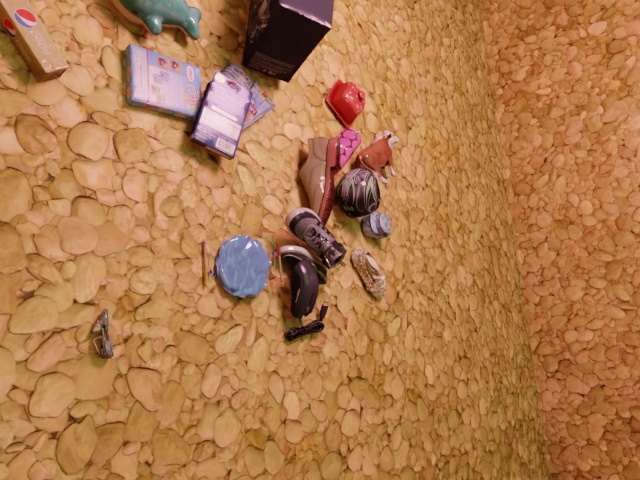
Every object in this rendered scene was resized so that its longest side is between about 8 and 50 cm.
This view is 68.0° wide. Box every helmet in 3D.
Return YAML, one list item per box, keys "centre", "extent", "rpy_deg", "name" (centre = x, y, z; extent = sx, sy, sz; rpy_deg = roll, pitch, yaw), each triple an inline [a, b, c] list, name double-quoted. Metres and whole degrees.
- centre: [0.139, -0.183, 1.766]
  extent: [0.169, 0.169, 0.162]
  rpy_deg: [-42, 127, -44]
  name: "helmet"

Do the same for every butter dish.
- centre: [0.125, -0.558, 1.880]
  extent: [0.160, 0.118, 0.160]
  rpy_deg: [47, 51, -28]
  name: "butter dish"

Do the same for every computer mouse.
- centre: [-0.022, 0.191, 1.516]
  extent: [0.184, 0.060, 0.262]
  rpy_deg: [-1, 101, -48]
  name: "computer mouse"

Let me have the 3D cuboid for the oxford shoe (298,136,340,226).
- centre: [-0.015, -0.192, 1.662]
  extent: [0.123, 0.130, 0.349]
  rpy_deg: [38, 61, -78]
  name: "oxford shoe"

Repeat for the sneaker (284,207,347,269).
- centre: [0.000, 0.000, 1.522]
  extent: [0.101, 0.153, 0.268]
  rpy_deg: [-45, 141, 3]
  name: "sneaker"

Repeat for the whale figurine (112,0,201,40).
- centre: [-0.433, -0.667, 1.302]
  extent: [0.272, 0.141, 0.216]
  rpy_deg: [18, 66, -43]
  name: "whale figurine"

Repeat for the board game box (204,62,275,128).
- centre: [-0.257, -0.430, 1.486]
  extent: [0.194, 0.060, 0.194]
  rpy_deg: [46, 49, -28]
  name: "board game box"

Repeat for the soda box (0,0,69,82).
- centre: [-0.656, -0.459, 1.073]
  extent: [0.061, 0.058, 0.181]
  rpy_deg: [-42, 110, -44]
  name: "soda box"

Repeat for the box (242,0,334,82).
- centre: [-0.102, -0.757, 1.526]
  extent: [0.178, 0.312, 0.343]
  rpy_deg: [13, 69, -27]
  name: "box"

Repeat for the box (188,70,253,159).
- centre: [-0.286, -0.365, 1.385]
  extent: [0.136, 0.036, 0.225]
  rpy_deg: [24, 73, -32]
  name: "box"

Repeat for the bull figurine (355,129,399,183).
- centre: [0.244, -0.335, 1.960]
  extent: [0.310, 0.101, 0.189]
  rpy_deg: [-37, 109, -45]
  name: "bull figurine"

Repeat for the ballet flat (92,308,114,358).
- centre: [-0.498, 0.214, 1.081]
  extent: [0.041, 0.041, 0.114]
  rpy_deg: [-3, 81, -47]
  name: "ballet flat"

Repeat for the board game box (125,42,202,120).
- centre: [-0.430, -0.432, 1.319]
  extent: [0.211, 0.039, 0.160]
  rpy_deg: [4, 78, -45]
  name: "board game box"

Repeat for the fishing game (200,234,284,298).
- centre: [-0.228, 0.079, 1.401]
  extent: [0.264, 0.041, 0.189]
  rpy_deg: [-2, 81, -39]
  name: "fishing game"

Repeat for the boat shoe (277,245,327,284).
- centre: [-0.052, 0.083, 1.545]
  extent: [0.219, 0.077, 0.070]
  rpy_deg: [29, 43, -40]
  name: "boat shoe"

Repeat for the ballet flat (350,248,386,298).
- centre: [0.199, 0.131, 1.809]
  extent: [0.241, 0.077, 0.091]
  rpy_deg: [54, 46, -23]
  name: "ballet flat"

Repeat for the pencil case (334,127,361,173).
- centre: [0.076, -0.347, 1.800]
  extent: [0.098, 0.095, 0.209]
  rpy_deg: [31, 48, 6]
  name: "pencil case"

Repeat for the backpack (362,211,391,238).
- centre: [0.224, -0.064, 1.881]
  extent: [0.114, 0.084, 0.105]
  rpy_deg: [9, 71, -42]
  name: "backpack"
